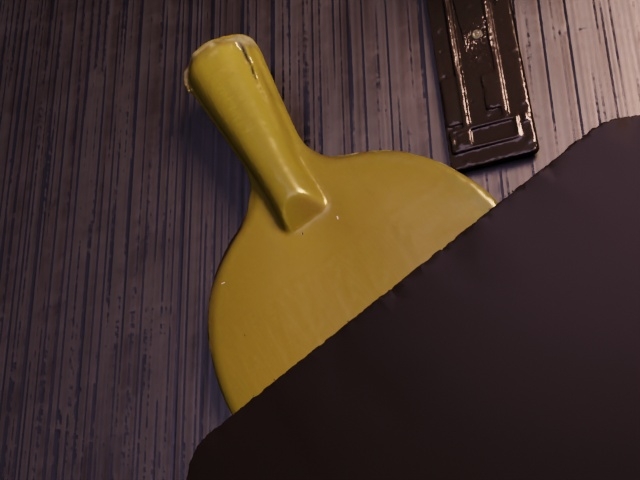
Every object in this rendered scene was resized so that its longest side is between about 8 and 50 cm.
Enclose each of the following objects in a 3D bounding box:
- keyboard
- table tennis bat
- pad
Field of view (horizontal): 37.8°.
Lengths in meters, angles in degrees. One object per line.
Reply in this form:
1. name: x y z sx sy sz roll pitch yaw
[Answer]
1. keyboard: 0.110 -0.146 0.671 0.061 0.013 0.204 -13 66 18
2. table tennis bat: 0.000 0.000 0.642 0.224 0.054 0.368 -35 65 8
3. pad: 0.098 0.101 0.545 0.375 0.063 0.315 -39 74 15
